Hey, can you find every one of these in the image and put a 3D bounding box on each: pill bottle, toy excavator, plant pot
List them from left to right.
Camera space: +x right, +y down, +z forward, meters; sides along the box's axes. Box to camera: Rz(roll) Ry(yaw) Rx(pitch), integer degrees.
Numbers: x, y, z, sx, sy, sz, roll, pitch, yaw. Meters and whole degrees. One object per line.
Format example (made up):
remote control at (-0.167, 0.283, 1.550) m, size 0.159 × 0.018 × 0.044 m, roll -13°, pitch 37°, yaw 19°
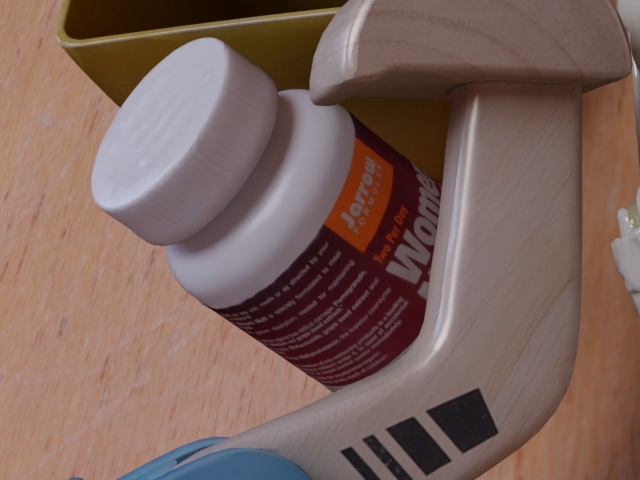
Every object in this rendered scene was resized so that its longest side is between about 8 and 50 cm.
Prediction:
toy excavator at (-0.009, 0.139, 0.842) m, size 0.445 × 0.433 × 0.222 m, roll -26°, pitch 2°, yaw -14°
plant pot at (-0.001, -0.141, 1.119) m, size 0.212 × 0.187 × 0.212 m, roll -5°, pitch 53°, yaw 18°
pill bottle at (0.000, 0.000, 0.989) m, size 0.121 × 0.221 × 0.121 m, roll -36°, pitch 33°, yaw 29°

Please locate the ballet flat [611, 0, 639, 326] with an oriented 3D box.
ballet flat at (0.183, -0.029, 0.876) m, size 0.139 × 0.139 × 0.400 m, roll -30°, pitch 41°, yaw 34°
